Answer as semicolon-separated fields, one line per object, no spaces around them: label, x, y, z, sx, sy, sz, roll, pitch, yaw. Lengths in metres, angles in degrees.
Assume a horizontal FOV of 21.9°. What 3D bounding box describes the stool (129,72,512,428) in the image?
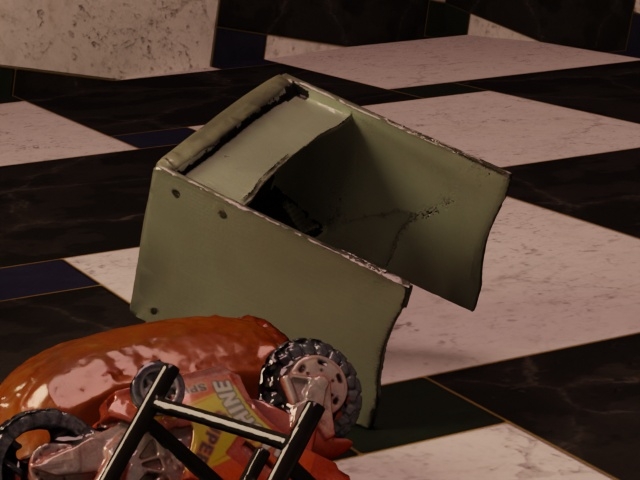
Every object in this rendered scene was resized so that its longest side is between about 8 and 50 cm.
stool;0.000;0.000;1.547;0.270;0.170;0.243;24;35;17

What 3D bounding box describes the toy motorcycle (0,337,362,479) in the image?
toy motorcycle;-0.087;0.168;1.165;0.298;0.171;0.089;-14;-7;-27

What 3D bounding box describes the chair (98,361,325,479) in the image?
chair;-0.079;0.224;0.997;0.155;0.141;0.260;10;63;41

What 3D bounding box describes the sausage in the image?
sausage;-0.131;0.140;1.277;0.268;0.153;0.141;-9;5;-26
